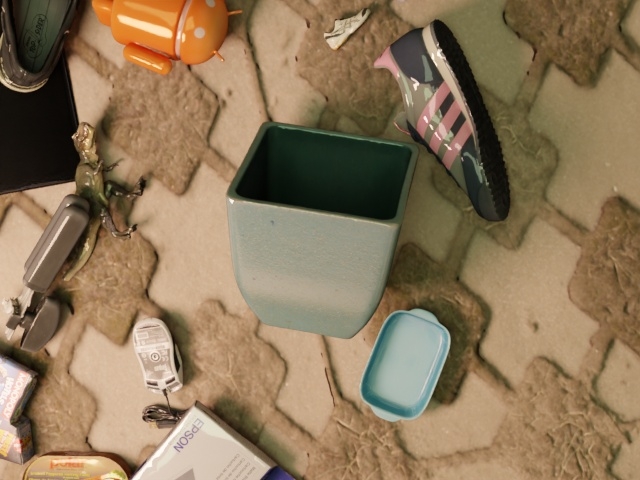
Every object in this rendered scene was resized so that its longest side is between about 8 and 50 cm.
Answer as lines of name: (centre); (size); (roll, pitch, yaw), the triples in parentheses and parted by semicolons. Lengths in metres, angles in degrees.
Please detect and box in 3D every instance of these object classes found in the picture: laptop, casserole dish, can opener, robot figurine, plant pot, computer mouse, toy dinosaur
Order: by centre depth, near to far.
plant pot: (0.000, 0.000, 1.710); (0.247, 0.247, 0.252); (10, 124, 6)
robot figurine: (-0.236, -0.348, 1.755); (0.219, 0.158, 0.128); (18, 127, 5)
casserole dish: (0.135, 0.196, 1.814); (0.114, 0.037, 0.188); (21, 98, 5)
laptop: (-0.640, -0.244, 1.835); (0.407, 0.236, 0.382); (-8, 95, 27)
can opener: (-0.437, 0.052, 1.839); (0.093, 0.074, 0.280); (20, 116, -24)
toy dinosaur: (-0.350, -0.057, 1.840); (0.118, 0.064, 0.268); (9, 104, 8)
computer mouse: (-0.255, 0.214, 1.867); (0.106, 0.042, 0.193); (-8, 101, 13)

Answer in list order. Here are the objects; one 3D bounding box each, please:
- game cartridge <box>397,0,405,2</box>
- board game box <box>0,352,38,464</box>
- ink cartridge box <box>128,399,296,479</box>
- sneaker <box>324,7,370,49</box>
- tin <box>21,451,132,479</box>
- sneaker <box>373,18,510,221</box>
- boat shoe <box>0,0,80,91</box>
game cartridge: (0.132, -0.519, 1.646); (0.196, 0.060, 0.294); (41, 77, -27)
board game box: (-0.549, 0.279, 1.902); (0.194, 0.060, 0.194); (29, 99, 2)
ink cartridge box: (-0.185, 0.411, 1.848); (0.224, 0.045, 0.223); (39, 98, -5)
sneaker: (0.040, -0.335, 1.767); (0.083, 0.032, 0.037); (-43, 90, 9)
tin: (-0.405, 0.407, 1.909); (0.189, 0.040, 0.106); (0, 100, 9)
sneaker: (0.188, -0.168, 1.744); (0.131, 0.112, 0.319); (-20, 92, 28)
boat shoe: (-0.424, -0.399, 1.751); (0.127, 0.113, 0.340); (18, 87, -21)
